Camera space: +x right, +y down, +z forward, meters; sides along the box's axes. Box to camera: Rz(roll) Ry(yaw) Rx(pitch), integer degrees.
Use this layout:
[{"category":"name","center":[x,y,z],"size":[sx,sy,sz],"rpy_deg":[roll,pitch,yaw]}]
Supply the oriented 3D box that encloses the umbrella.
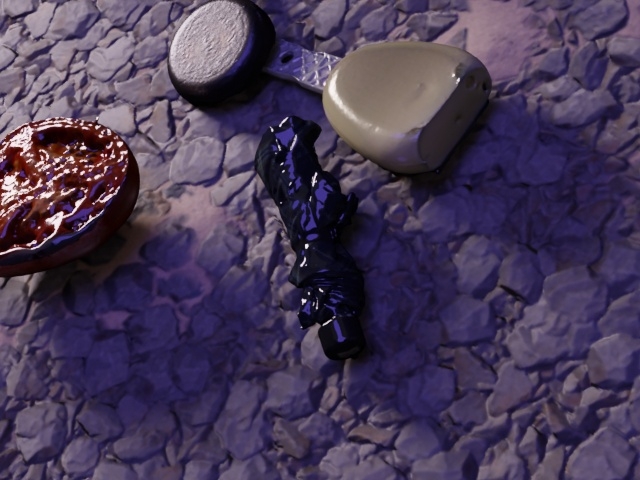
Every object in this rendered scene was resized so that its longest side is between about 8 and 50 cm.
[{"category":"umbrella","center":[0.002,-0.001,1.445],"size":[0.071,0.080,0.224],"rpy_deg":[-4,57,-19]}]

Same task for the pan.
[{"category":"pan","center":[-0.087,-0.224,1.621],"size":[0.115,0.040,0.212],"rpy_deg":[-7,56,32]}]

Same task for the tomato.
[{"category":"tomato","center":[-0.239,-0.026,1.551],"size":[0.174,0.082,0.166],"rpy_deg":[5,60,31]}]

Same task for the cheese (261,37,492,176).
[{"category":"cheese","center":[0.032,-0.139,1.517],"size":[0.251,0.054,0.127],"rpy_deg":[24,70,40]}]
